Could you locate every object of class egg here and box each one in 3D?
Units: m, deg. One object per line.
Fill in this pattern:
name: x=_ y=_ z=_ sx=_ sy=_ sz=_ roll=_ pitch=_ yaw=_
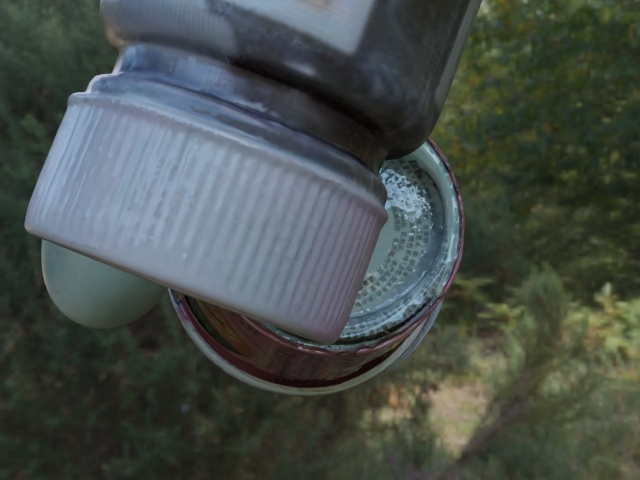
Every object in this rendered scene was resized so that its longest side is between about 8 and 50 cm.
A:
egg: x=-0.314 y=-0.039 z=1.811 sx=0.230 sy=0.370 sz=0.230 roll=19 pitch=-8 yaw=3

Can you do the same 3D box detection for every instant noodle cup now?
instant noodle cup: x=0.000 y=0.000 z=0.814 sx=0.244 sy=0.243 sz=0.255 roll=4 pitch=-7 yaw=-4

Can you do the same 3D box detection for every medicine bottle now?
medicine bottle: x=-0.015 y=-0.103 z=0.518 sx=0.165 sy=0.273 sz=0.165 roll=22 pitch=-6 yaw=2
